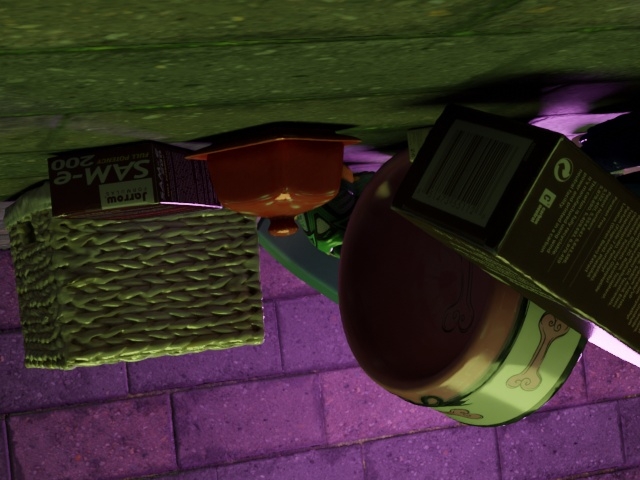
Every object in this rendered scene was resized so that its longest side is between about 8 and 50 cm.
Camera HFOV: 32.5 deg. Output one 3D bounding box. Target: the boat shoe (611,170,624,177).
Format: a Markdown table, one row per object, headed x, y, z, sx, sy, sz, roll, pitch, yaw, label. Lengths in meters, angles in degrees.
| x | y | z | sx | sy | sz | roll | pitch | yaw | label |
| --- | --- | --- | --- | --- | --- | --- | --- | --- | --- |
| 0.628 | -0.098 | 2.079 | 0.341 | 0.158 | 0.127 | -6 | 179 | -4 | boat shoe |

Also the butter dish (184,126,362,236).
| x | y | z | sx | sy | sz | roll | pitch | yaw | label |
| --- | --- | --- | --- | --- | --- | --- | --- | --- | --- |
| -0.049 | -0.063 | 1.262 | 0.160 | 0.118 | 0.160 | -8 | 179 | 38 | butter dish |

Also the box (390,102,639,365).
| x | y | z | sx | sy | sz | roll | pitch | yaw | label |
| --- | --- | --- | --- | --- | --- | --- | --- | --- | --- |
| 0.279 | 0.013 | 1.188 | 0.381 | 0.143 | 0.191 | 29 | 179 | -33 | box |

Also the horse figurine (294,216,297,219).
| x | y | z | sx | sy | sz | roll | pitch | yaw | label |
| --- | --- | --- | --- | --- | --- | --- | --- | --- | --- |
| -0.060 | -0.075 | 1.907 | 0.263 | 0.066 | 0.174 | -2 | 170 | -43 | horse figurine |

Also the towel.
| x | y | z | sx | sy | sz | roll | pitch | yaw | label |
| --- | --- | --- | --- | --- | --- | --- | --- | --- | --- |
| 0.463 | -0.146 | 1.329 | 0.228 | 0.076 | 0.308 | -13 | 180 | -13 | towel |

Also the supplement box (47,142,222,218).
| x | y | z | sx | sy | sz | roll | pitch | yaw | label |
| --- | --- | --- | --- | --- | --- | --- | --- | --- | --- |
| -0.215 | -0.066 | 1.320 | 0.130 | 0.073 | 0.239 | -7 | 179 | 11 | supplement box |

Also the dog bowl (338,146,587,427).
| x | y | z | sx | sy | sz | roll | pitch | yaw | label |
| --- | --- | --- | --- | --- | --- | --- | --- | --- | --- |
| 0.177 | 0.044 | 1.491 | 0.150 | 0.408 | 0.408 | 10 | 170 | -35 | dog bowl |

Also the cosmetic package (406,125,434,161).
| x | y | z | sx | sy | sz | roll | pitch | yaw | label |
| --- | --- | --- | --- | --- | --- | --- | --- | --- | --- |
| 0.171 | -0.123 | 1.363 | 0.115 | 0.041 | 0.060 | -7 | 178 | 22 | cosmetic package |

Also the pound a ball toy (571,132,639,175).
| x | y | z | sx | sy | sz | roll | pitch | yaw | label |
| --- | --- | --- | --- | --- | --- | --- | --- | --- | --- |
| 0.562 | -0.113 | 1.632 | 0.319 | 0.135 | 0.208 | -8 | 178 | 41 | pound a ball toy |

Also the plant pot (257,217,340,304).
| x | y | z | sx | sy | sz | roll | pitch | yaw | label |
| --- | --- | --- | --- | --- | --- | --- | --- | --- | --- |
| 0.000 | 0.000 | 2.066 | 0.234 | 0.165 | 0.166 | 31 | 173 | -7 | plant pot |

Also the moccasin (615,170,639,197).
| x | y | z | sx | sy | sz | roll | pitch | yaw | label |
| --- | --- | --- | --- | --- | --- | --- | --- | --- | --- |
| 0.454 | -0.036 | 1.403 | 0.342 | 0.137 | 0.117 | -12 | -174 | 39 | moccasin |

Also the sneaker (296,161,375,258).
| x | y | z | sx | sy | sz | roll | pitch | yaw | label |
| --- | --- | --- | --- | --- | --- | --- | --- | --- | --- |
| 0.043 | -0.027 | 1.760 | 0.134 | 0.146 | 0.343 | -25 | 168 | 21 | sneaker |

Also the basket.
| x | y | z | sx | sy | sz | roll | pitch | yaw | label |
| --- | --- | --- | --- | --- | --- | --- | --- | --- | --- |
| -0.285 | 0.047 | 1.688 | 0.331 | 0.266 | 0.328 | -6 | 178 | -27 | basket |
